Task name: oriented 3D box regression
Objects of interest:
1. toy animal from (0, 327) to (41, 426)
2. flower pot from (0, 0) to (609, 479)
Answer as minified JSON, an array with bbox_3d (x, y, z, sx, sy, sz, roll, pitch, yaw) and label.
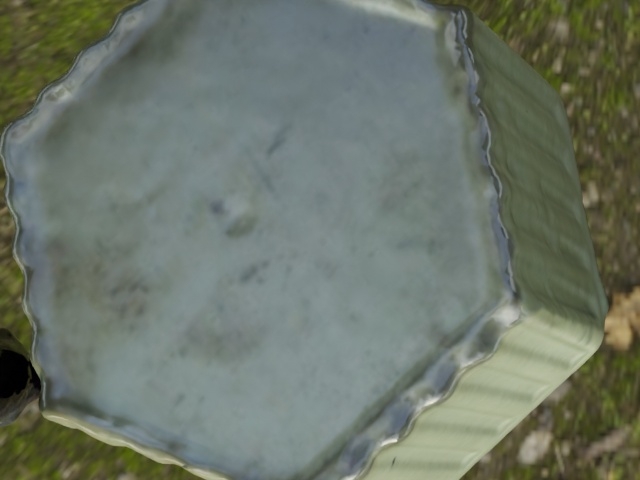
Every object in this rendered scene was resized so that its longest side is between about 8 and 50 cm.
[{"bbox_3d":[-0.250,0.131,0.793,0.298,0.185,0.122,-26,90,-24],"label":"toy animal"},{"bbox_3d":[0.000,0.000,0.821,0.209,0.189,0.239,-12,79,16],"label":"flower pot"}]
